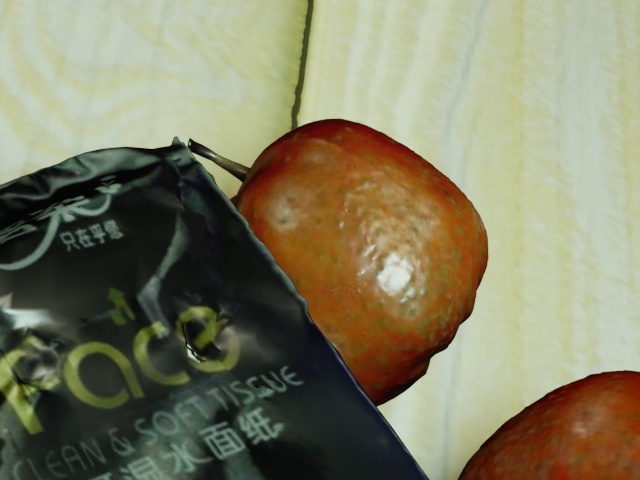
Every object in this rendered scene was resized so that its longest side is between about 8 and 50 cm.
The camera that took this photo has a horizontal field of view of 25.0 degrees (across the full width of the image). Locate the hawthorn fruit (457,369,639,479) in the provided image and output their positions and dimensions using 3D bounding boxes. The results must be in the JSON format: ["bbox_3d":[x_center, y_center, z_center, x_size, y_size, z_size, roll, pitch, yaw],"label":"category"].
[{"bbox_3d":[0.173,0.173,0.803,0.215,0.215,0.249,49,43,4],"label":"hawthorn fruit"}]

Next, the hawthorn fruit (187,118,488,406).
[{"bbox_3d":[0.000,0.000,0.839,0.194,0.157,0.157,41,45,7],"label":"hawthorn fruit"}]

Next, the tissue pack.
[{"bbox_3d":[-0.095,0.101,0.686,0.245,0.123,0.332,-14,54,-42],"label":"tissue pack"}]
